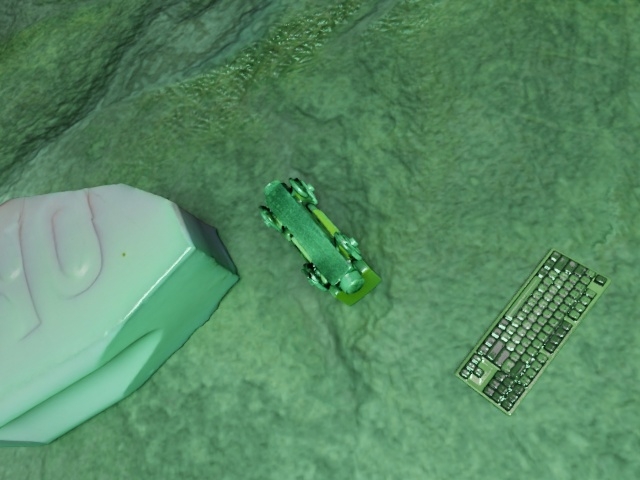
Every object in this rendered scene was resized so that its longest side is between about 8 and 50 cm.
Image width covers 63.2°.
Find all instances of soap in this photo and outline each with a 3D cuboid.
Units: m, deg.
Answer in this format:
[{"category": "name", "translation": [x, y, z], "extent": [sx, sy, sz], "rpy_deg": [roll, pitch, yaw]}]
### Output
[{"category": "soap", "translation": [-0.243, 0.062, 0.457], "extent": [0.324, 0.109, 0.192], "rpy_deg": [-30, 63, 1]}]

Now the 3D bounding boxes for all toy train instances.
[{"category": "toy train", "translation": [0.000, 0.000, 0.430], "extent": [0.050, 0.081, 0.122], "rpy_deg": [-42, 62, 5]}]

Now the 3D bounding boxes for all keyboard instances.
[{"category": "keyboard", "translation": [0.160, 0.066, 0.392], "extent": [0.049, 0.015, 0.129], "rpy_deg": [37, 81, 26]}]
